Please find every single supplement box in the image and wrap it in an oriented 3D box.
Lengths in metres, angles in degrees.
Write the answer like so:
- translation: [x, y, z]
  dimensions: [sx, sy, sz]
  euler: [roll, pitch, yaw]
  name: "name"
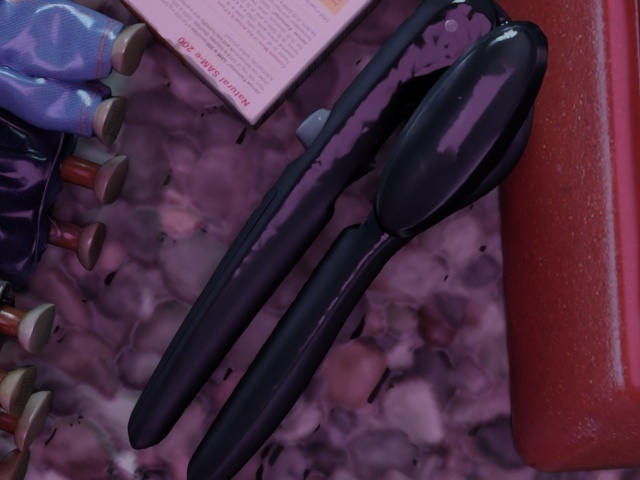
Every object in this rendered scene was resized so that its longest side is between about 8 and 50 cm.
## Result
- translation: [-0.009, -0.091, 0.408]
  dimensions: [0.062, 0.036, 0.098]
  euler: [45, 91, -2]
  name: "supplement box"

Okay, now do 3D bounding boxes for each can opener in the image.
- translation: [0.000, 0.000, 0.403]
  dimensions: [0.059, 0.073, 0.186]
  euler: [44, 105, 14]
  name: "can opener"

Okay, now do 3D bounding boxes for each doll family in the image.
- translation: [-0.128, -0.011, 0.396]
  dimensions: [0.111, 0.076, 0.193]
  euler: [19, 87, 4]
  name: "doll family"

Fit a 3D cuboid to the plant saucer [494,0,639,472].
- translation: [0.186, -0.058, 0.405]
  dimensions: [0.258, 0.048, 0.259]
  euler: [-3, 91, 0]
  name: "plant saucer"
